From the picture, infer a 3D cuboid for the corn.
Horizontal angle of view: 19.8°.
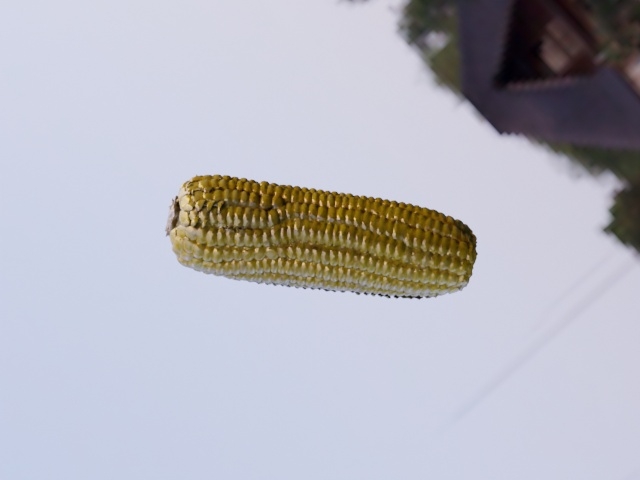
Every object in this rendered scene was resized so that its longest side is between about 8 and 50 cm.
[{"bbox_3d":[0.000,0.000,1.195,0.203,0.072,0.072,7,-160,-2],"label":"corn"}]
